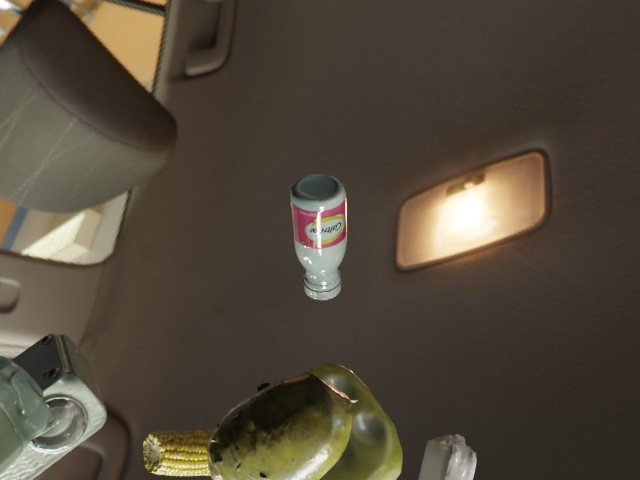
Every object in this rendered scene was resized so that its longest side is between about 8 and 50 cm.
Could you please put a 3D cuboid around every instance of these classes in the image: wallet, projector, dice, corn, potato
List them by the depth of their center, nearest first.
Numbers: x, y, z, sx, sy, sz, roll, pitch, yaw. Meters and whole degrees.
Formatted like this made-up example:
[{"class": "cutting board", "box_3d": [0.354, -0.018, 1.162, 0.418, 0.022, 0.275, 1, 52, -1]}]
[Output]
[{"class": "wallet", "box_3d": [0.102, 0.276, 0.606, 0.095, 0.033, 0.189, 120, -9, -74]}, {"class": "potato", "box_3d": [-0.052, 0.268, 0.874, 0.251, 0.113, 0.149, -32, -128, 21]}, {"class": "projector", "box_3d": [-0.451, 0.263, 0.932, 0.250, 0.108, 0.198, -36, -155, -15]}, {"class": "dice", "box_3d": [-0.016, 0.372, 1.106, 0.226, 0.238, 0.233, 50, -31, 25]}, {"class": "corn", "box_3d": [-0.233, 0.429, 1.300, 0.093, 0.244, 0.093, -24, -119, 52]}]

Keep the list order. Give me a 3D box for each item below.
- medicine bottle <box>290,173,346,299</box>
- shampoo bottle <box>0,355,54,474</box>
[{"class": "medicine bottle", "box_3d": [0.000, 0.000, 1.085, 0.090, 0.091, 0.216, -118, -161, -50]}, {"class": "shampoo bottle", "box_3d": [-0.197, 0.113, 0.258, 0.212, 0.072, 0.049, -54, 149, -71]}]
